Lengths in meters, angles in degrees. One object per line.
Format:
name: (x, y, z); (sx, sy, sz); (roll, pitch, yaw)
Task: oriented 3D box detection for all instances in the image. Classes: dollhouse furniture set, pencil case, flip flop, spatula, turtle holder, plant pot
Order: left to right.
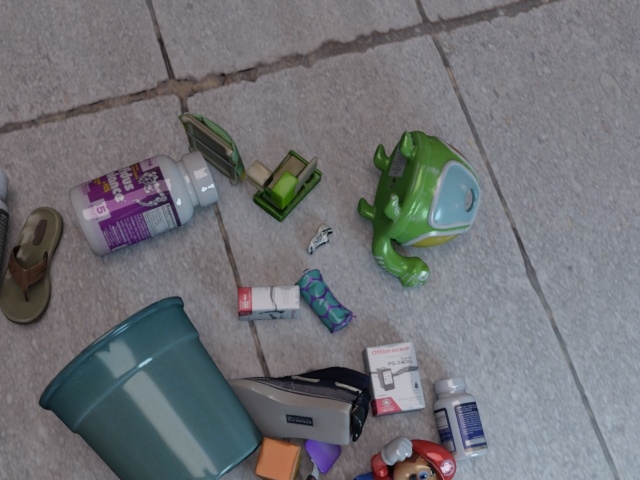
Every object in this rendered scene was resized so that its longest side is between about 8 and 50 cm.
flip flop: (-0.642, 0.048, 1.812); (0.112, 0.080, 0.277); (11, 71, 0)
plant pot: (-0.308, 0.345, 1.608); (0.341, 0.341, 0.334); (-38, 81, -14)
dollhouse furniture set: (-0.155, -0.210, 1.867); (0.301, 0.197, 0.151); (37, 75, 8)
spatula: (-0.016, 0.466, 1.631); (0.030, 0.296, 0.084); (-32, 97, 19)
pencil case: (0.009, 0.134, 1.836); (0.070, 0.064, 0.151); (-37, 78, -2)
turtle holder: (0.230, -0.078, 1.832); (0.227, 0.243, 0.320); (17, 61, -16)

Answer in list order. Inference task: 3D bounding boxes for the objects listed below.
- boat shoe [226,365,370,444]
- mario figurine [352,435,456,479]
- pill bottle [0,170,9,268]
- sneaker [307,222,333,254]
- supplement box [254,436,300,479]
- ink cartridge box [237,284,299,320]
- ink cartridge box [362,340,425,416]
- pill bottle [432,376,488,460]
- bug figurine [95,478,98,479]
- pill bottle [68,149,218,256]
boat shoe: (-0.052, 0.335, 1.752); (0.341, 0.127, 0.158); (9, 27, 19)
mario figurine: (0.133, 0.518, 1.657); (0.321, 0.198, 0.170); (-24, 63, -7)
pill bottle: (-0.771, -0.013, 1.781); (0.161, 0.161, 0.283); (3, 71, -3)
sneaker: (0.000, 0.000, 1.896); (0.037, 0.032, 0.083); (29, 73, 6)
supplement box: (-0.081, 0.448, 1.638); (0.080, 0.233, 0.078); (12, 71, 6)
ink cartridge box: (-0.114, 0.139, 1.808); (0.135, 0.099, 0.056); (-2, 72, -4)
ink cartridge box: (0.159, 0.302, 1.792); (0.109, 0.063, 0.150); (-8, 73, -6)
pill bottle: (0.295, 0.384, 1.758); (0.094, 0.094, 0.169); (-10, 73, -7)
bug figurine: (-0.384, 0.614, 1.649); (0.279, 0.072, 0.216); (15, 78, -4)
pill bottle: (-0.389, -0.092, 1.829); (0.302, 0.169, 0.169); (-23, 75, -11)
